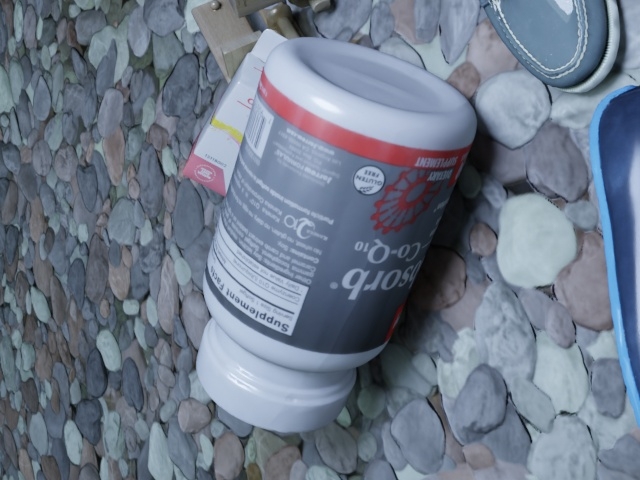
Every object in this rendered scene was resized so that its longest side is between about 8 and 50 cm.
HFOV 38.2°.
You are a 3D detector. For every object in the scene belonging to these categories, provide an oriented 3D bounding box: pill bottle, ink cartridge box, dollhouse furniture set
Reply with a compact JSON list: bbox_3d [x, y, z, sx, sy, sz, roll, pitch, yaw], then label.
[{"bbox_3d":[0.000,0.000,0.936,0.210,0.210,0.363,43,125,39],"label":"pill bottle"},{"bbox_3d":[-0.065,-0.132,1.065,0.198,0.115,0.067,-52,18,39],"label":"ink cartridge box"},{"bbox_3d":[-0.072,-0.291,1.048,0.151,0.144,0.123,82,163,-62],"label":"dollhouse furniture set"}]

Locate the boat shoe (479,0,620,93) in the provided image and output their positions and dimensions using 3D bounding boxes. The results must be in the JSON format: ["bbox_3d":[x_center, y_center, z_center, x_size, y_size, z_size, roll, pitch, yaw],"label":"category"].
[{"bbox_3d":[0.152,-0.267,0.814,0.116,0.099,0.320,-40,63,44],"label":"boat shoe"}]

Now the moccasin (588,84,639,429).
[{"bbox_3d":[0.280,0.039,0.662,0.116,0.137,0.342,-21,78,45],"label":"moccasin"}]
